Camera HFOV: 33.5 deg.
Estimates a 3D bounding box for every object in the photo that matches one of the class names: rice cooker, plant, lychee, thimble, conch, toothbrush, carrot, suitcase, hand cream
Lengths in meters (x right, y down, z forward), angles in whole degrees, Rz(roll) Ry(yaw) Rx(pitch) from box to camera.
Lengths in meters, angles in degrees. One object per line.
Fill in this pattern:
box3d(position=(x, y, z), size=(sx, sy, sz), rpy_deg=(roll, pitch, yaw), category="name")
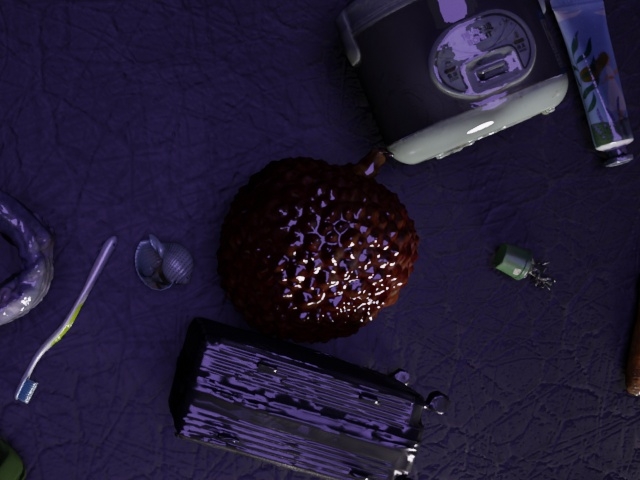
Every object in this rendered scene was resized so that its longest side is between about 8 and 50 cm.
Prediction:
box3d(position=(0.183, -0.268, 1.476), size=(0.288, 0.288, 0.277), rpy_deg=(-21, 91, -11), category="rice cooker")
box3d(position=(0.313, 0.040, 1.598), size=(0.102, 0.051, 0.051), rpy_deg=(23, 83, -13), category="plant")
box3d(position=(0.000, 0.000, 1.436), size=(0.264, 0.264, 0.300), rpy_deg=(37, 86, -7), category="lychee")
box3d(position=(-0.466, 0.015, 1.390), size=(0.236, 0.172, 0.205), rpy_deg=(0, 90, -9), category="thimble")
box3d(position=(-0.216, 0.034, 1.494), size=(0.076, 0.056, 0.085), rpy_deg=(-44, 65, 7), category="conch")
box3d(position=(-0.354, 0.105, 1.480), size=(0.026, 0.022, 0.263), rpy_deg=(27, 83, 6), category="toothbrush")
box3d(position=(0.498, 0.143, 1.632), size=(0.047, 0.047, 0.191), rpy_deg=(9, 85, -10), category="carrot")
box3d(position=(-0.029, 0.214, 1.429), size=(0.335, 0.229, 0.152), rpy_deg=(19, 88, -11), category="suitcase")
box3d(position=(0.424, -0.248, 1.635), size=(0.091, 0.058, 0.271), rpy_deg=(-11, 84, -15), category="hand cream")

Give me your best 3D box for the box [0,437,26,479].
box3d(position=(-0.557, 0.268, 1.329), size=(0.328, 0.253, 0.178), rpy_deg=(43, 94, -6), category="box")
